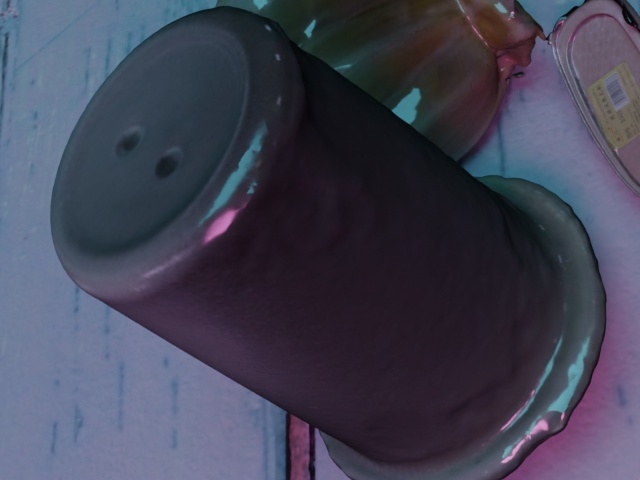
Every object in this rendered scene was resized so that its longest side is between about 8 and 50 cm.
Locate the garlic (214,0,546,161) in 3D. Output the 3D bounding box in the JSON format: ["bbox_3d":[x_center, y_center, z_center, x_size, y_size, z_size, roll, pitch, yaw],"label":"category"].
[{"bbox_3d":[0.018,-0.141,0.945,0.292,0.210,0.237,-24,90,10],"label":"garlic"}]

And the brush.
[{"bbox_3d":[0.247,-0.035,0.804,0.072,0.067,0.313,-44,55,40],"label":"brush"}]

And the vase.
[{"bbox_3d":[0.000,0.000,0.740,0.245,0.291,0.245,-26,47,31],"label":"vase"}]
